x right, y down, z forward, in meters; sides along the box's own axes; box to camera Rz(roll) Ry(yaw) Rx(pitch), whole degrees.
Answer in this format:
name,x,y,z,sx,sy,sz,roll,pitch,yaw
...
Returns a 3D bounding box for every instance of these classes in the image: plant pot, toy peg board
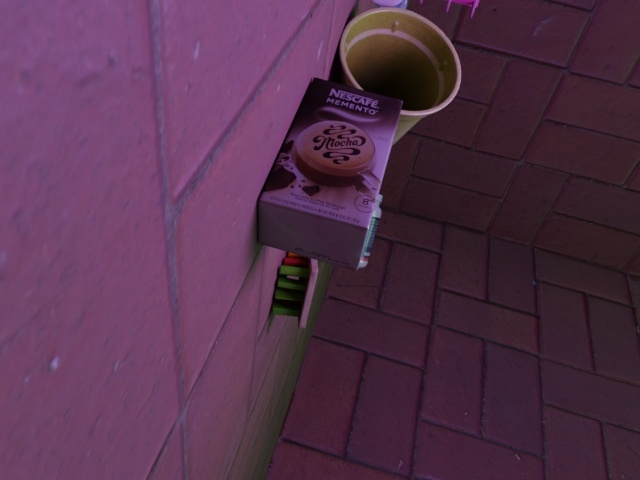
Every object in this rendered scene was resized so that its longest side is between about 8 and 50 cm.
name,x,y,z,sx,sy,sz,roll,pitch,yaw
plant pot,0.147,-0.343,1.304,0.254,0.275,0.276,122,-13,-66
toy peg board,-0.062,0.085,1.272,0.161,0.079,0.161,-98,-162,-59

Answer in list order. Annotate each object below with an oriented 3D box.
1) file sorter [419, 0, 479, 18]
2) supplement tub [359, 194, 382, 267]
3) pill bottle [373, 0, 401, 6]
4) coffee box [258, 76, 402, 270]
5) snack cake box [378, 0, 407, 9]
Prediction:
name,x,y,z,sx,sy,sz,roll,pitch,yaw
file sorter,0.295,-0.724,1.460,0.182,0.290,0.202,-65,170,-49
supplement tub,0.109,-0.052,2.017,0.191,0.191,0.272,-21,126,-84
pill bottle,0.172,-0.637,1.274,0.124,0.124,0.222,98,9,-56
coffee box,0.022,-0.118,0.926,0.119,0.168,0.297,99,7,-53
snack cake box,0.232,-0.728,1.909,0.152,0.089,0.265,-68,172,-61
